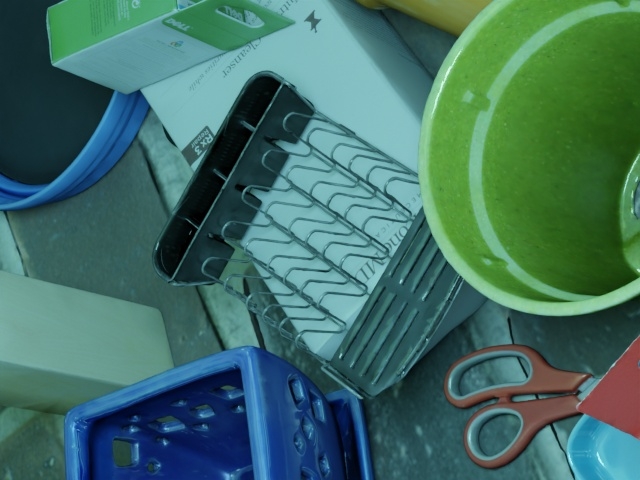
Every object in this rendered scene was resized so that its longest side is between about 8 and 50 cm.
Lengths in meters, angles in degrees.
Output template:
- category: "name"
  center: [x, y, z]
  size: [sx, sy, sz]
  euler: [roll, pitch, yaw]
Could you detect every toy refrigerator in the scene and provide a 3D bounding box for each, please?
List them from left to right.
- category: "toy refrigerator"
  center: [-0.270, 0.109, 1.842]
  size: [0.094, 0.269, 0.102]
  euler: [-29, 63, 28]

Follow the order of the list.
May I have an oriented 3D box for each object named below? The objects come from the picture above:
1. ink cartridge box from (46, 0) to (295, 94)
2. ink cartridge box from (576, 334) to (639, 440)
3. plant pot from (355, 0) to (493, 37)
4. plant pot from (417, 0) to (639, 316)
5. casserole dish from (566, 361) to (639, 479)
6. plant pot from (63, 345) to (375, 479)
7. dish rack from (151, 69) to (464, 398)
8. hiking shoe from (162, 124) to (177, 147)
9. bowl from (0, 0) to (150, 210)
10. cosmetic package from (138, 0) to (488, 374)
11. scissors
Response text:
- category: "ink cartridge box"
  center: [-0.141, -0.208, 1.727]
  size: [0.209, 0.109, 0.062]
  euler: [-18, 68, 31]
- category: "ink cartridge box"
  center: [0.332, 0.112, 1.410]
  size: [0.181, 0.225, 0.056]
  euler: [-52, 39, 16]
- category: "plant pot"
  center: [0.129, -0.272, 1.693]
  size: [0.188, 0.205, 0.205]
  euler: [40, 104, 21]
- category: "plant pot"
  center: [0.262, -0.055, 1.486]
  size: [0.276, 0.254, 0.276]
  euler: [-11, 72, 36]
- category: "casserole dish"
  center: [0.289, 0.157, 1.541]
  size: [0.188, 0.037, 0.114]
  euler: [-50, 64, 21]
- category: "plant pot"
  center: [-0.076, 0.247, 1.696]
  size: [0.236, 0.212, 0.236]
  euler: [-21, 68, 32]
- category: "dish rack"
  center: [0.000, 0.000, 1.592]
  size: [0.271, 0.074, 0.208]
  euler: [35, 100, 37]
- category: "hiking shoe"
  center: [-0.157, -0.201, 1.906]
  size: [0.086, 0.114, 0.226]
  euler: [18, 112, 40]
- category: "bowl"
  center: [-0.324, -0.227, 2.064]
  size: [0.391, 0.077, 0.391]
  euler: [-3, 85, 39]
- category: "cosmetic package"
  center: [0.014, -0.082, 1.745]
  size: [0.217, 0.156, 0.385]
  euler: [-47, 54, 16]
- category: "scissors"
  center: [0.236, 0.122, 1.609]
  size: [0.297, 0.021, 0.109]
  euler: [-19, 69, 33]
